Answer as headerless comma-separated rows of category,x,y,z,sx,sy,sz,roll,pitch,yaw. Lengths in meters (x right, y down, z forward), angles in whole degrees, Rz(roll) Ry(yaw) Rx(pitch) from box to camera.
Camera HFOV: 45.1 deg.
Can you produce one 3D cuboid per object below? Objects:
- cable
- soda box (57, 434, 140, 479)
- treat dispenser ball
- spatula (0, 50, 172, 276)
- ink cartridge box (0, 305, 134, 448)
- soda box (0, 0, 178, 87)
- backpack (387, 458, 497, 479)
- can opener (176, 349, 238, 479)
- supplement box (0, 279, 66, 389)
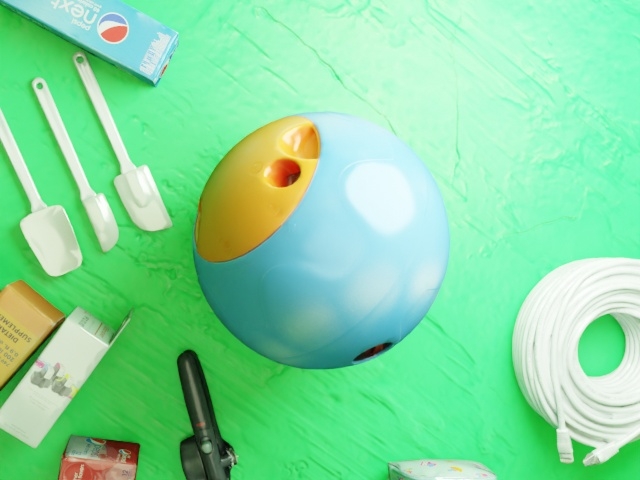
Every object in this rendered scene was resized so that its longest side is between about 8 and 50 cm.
cable,0.390,0.149,1.051,0.257,0.089,0.257,-21,96,-9
soda box,-0.290,0.381,0.946,0.092,0.083,0.263,10,92,-10
treat dispenser ball,0.000,0.000,0.869,0.288,0.288,0.288,-1,94,-10
spatula,-0.307,-0.095,0.946,0.168,0.019,0.242,-24,97,-7
ink cartridge box,-0.301,0.143,0.917,0.061,0.104,0.181,37,86,-11
soda box,-0.276,-0.263,0.913,0.210,0.071,0.067,28,89,-11
backpack,0.159,0.353,0.970,0.165,0.188,0.144,4,93,-10
can opener,-0.150,0.230,0.973,0.073,0.059,0.186,-12,96,-9
supplement box,-0.412,0.159,0.913,0.078,0.080,0.233,41,88,-9
